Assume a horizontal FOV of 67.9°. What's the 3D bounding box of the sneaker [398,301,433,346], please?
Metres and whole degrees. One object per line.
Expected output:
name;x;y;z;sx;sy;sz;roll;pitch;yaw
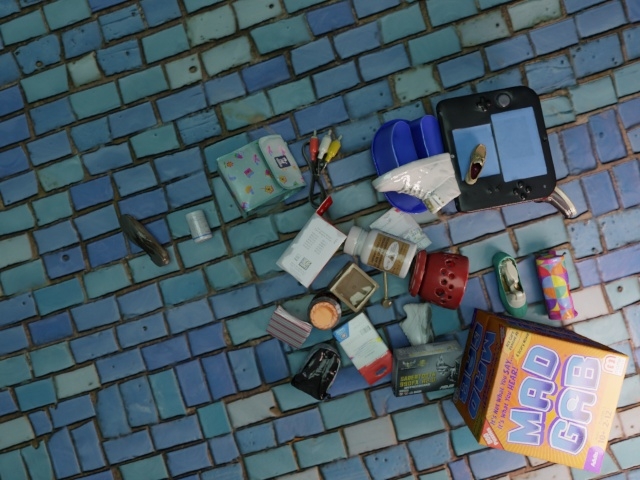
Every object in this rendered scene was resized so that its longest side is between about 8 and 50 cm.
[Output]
sneaker;0.338;0.324;1.698;0.115;0.090;0.232;5;103;32

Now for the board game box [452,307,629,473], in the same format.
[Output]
board game box;0.677;0.456;1.536;0.357;0.356;0.356;13;92;3

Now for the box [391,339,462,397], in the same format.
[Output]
box;0.365;0.443;1.644;0.231;0.056;0.183;-6;121;-8

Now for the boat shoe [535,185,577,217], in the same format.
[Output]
boat shoe;0.758;-0.175;1.652;0.092;0.103;0.285;-44;85;8

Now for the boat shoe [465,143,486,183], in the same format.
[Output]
boat shoe;0.504;-0.247;1.522;0.050;0.045;0.135;16;88;1

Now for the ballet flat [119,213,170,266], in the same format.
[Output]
ballet flat;-0.643;-0.004;1.754;0.250;0.058;0.084;44;128;7

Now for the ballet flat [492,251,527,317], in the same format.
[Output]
ballet flat;0.669;0.160;1.665;0.083;0.087;0.247;-19;90;3

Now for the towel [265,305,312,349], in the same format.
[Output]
towel;-0.113;0.311;1.678;0.144;0.197;0.029;30;54;3

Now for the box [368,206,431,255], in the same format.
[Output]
box;0.285;-0.022;1.707;0.145;0.038;0.186;-38;90;3

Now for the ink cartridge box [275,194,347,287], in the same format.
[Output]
ink cartridge box;0.000;0.000;1.587;0.130;0.309;0.272;38;93;2

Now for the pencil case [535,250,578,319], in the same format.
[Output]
pencil case;0.820;0.158;1.653;0.104;0.104;0.236;-11;91;3

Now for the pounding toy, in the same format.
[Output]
pounding toy;0.161;0.167;1.696;0.206;0.094;0.181;41;88;-8

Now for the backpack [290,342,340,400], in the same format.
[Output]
backpack;-0.007;0.456;1.694;0.152;0.115;0.182;28;92;-9

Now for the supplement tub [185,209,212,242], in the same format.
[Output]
supplement tub;-0.443;-0.051;1.730;0.071;0.071;0.107;-20;89;3

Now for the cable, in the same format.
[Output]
cable;-0.016;-0.257;1.676;0.140;0.072;0.287;11;73;5

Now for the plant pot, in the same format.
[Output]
plant pot;0.400;0.128;1.629;0.174;0.191;0.191;13;92;5

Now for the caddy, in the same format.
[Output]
caddy;0.314;-0.263;1.636;0.241;0.179;0.341;-17;90;-19

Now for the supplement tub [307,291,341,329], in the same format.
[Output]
supplement tub;0.015;0.244;1.650;0.117;0.190;0.117;0;91;2

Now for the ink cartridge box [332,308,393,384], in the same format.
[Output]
ink cartridge box;0.161;0.380;1.701;0.134;0.078;0.231;-34;89;3

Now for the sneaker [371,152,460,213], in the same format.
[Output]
sneaker;0.310;-0.158;1.472;0.293;0.108;0.169;-19;87;-21

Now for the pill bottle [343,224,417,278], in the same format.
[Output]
pill bottle;0.203;0.032;1.634;0.229;0.131;0.131;21;92;10

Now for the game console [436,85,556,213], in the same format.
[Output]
game console;0.581;-0.302;1.568;0.342;0.060;0.386;-10;87;-6

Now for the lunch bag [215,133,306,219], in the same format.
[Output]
lunch bag;-0.202;-0.232;1.674;0.262;0.160;0.223;-28;85;-13
